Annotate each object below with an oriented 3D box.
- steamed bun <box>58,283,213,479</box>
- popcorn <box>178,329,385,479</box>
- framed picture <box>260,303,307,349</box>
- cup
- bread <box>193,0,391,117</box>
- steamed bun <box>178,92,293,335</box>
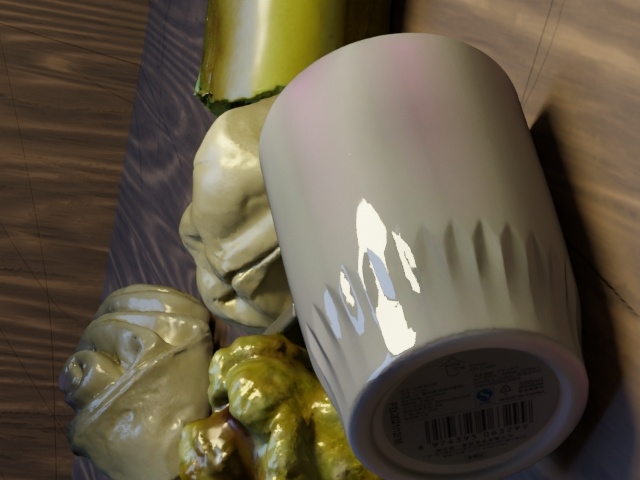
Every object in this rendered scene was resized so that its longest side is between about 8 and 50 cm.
[{"bbox_3d":[-0.320,0.248,2.743,0.339,0.247,0.352,161,112,-74],"label":"steamed bun"},{"bbox_3d":[0.004,0.206,1.607,0.276,0.276,0.225,132,134,-63],"label":"popcorn"},{"bbox_3d":[0.025,0.111,1.712,0.265,0.192,0.018,134,135,-64],"label":"framed picture"},{"bbox_3d":[0.094,0.013,1.432,0.371,0.253,0.253,-104,26,-45],"label":"cup"},{"bbox_3d":[-0.029,-0.293,1.967,0.251,0.208,0.376,11,-94,-67],"label":"bread"},{"bbox_3d":[0.002,-0.001,1.750,0.203,0.276,0.289,36,132,35],"label":"steamed bun"}]
